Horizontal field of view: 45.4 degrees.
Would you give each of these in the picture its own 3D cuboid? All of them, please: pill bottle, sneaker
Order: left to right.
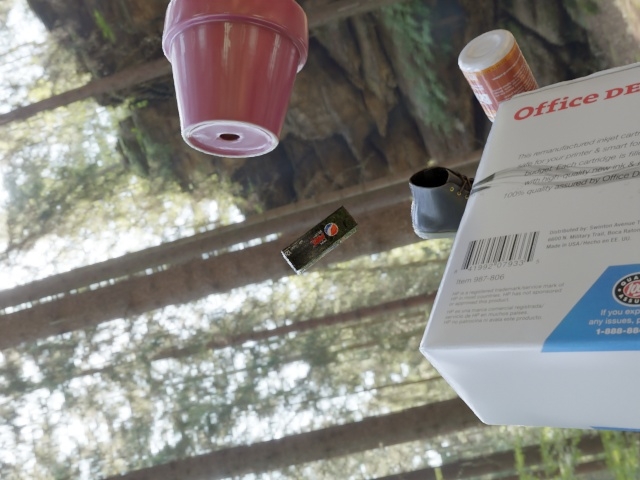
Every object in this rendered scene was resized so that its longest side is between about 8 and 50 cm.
[{"bbox_3d":[0.257,-0.070,1.255,0.118,0.222,0.083,73,-170,-45],"label":"sneaker"},{"bbox_3d":[0.386,-0.320,1.601,0.216,0.121,0.121,51,-155,-32],"label":"pill bottle"}]

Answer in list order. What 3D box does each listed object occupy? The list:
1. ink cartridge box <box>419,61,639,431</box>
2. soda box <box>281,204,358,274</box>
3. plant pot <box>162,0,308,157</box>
[{"bbox_3d":[0.316,-0.004,0.846,0.166,0.285,0.395,49,-130,-33],"label":"ink cartridge box"},{"bbox_3d":[0.000,0.000,1.659,0.060,0.169,0.053,52,175,11],"label":"soda box"},{"bbox_3d":[-0.116,-0.219,1.039,0.201,0.201,0.180,41,-133,-66],"label":"plant pot"}]
